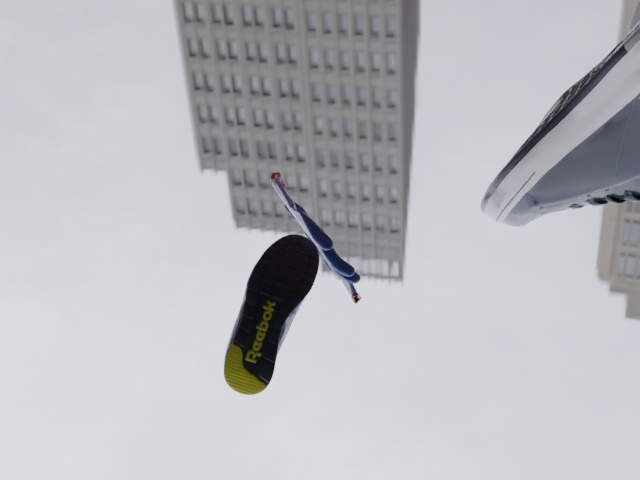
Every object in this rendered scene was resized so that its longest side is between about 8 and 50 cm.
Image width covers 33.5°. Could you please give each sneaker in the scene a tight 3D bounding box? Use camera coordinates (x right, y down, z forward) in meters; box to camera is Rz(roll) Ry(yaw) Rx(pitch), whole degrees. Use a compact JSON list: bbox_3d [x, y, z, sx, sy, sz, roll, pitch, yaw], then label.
[{"bbox_3d":[-0.046,0.061,0.915,0.053,0.059,0.144,25,-99,-3],"label":"sneaker"},{"bbox_3d":[0.193,-0.027,0.571,0.163,0.226,0.086,41,-121,0],"label":"sneaker"}]

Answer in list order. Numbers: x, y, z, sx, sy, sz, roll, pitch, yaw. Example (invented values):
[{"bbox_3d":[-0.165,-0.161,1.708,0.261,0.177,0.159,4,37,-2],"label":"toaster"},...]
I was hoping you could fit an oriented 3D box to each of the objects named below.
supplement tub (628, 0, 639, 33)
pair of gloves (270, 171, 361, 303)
[{"bbox_3d":[0.398,-0.177,0.966,0.199,0.144,0.144,2,-149,-29],"label":"supplement tub"},{"bbox_3d":[0.000,0.000,1.268,0.023,0.198,0.159,-36,-106,-2],"label":"pair of gloves"}]
